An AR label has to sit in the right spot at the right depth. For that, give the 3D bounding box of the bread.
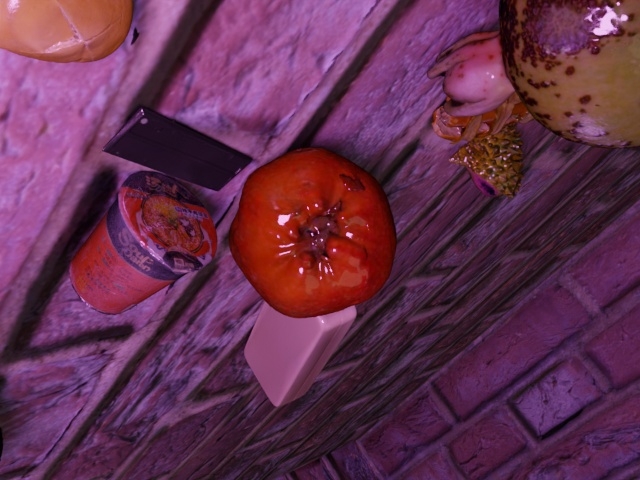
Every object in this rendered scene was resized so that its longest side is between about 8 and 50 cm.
[{"bbox_3d":[-0.187,-0.161,0.487,0.082,0.056,0.115,-45,156,25],"label":"bread"}]

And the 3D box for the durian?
[{"bbox_3d":[0.323,-0.131,1.192,0.119,0.108,0.186,-43,156,20],"label":"durian"}]

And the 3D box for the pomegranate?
[{"bbox_3d":[0.279,-0.237,0.786,0.340,0.285,0.285,-13,173,35],"label":"pomegranate"}]

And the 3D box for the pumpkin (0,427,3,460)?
[{"bbox_3d":[-0.481,0.274,0.820,0.190,0.146,0.191,-29,125,-52],"label":"pumpkin"}]

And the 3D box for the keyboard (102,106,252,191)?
[{"bbox_3d":[-0.146,-0.093,0.740,0.063,0.010,0.198,-40,157,15],"label":"keyboard"}]

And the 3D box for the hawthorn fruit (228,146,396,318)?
[{"bbox_3d":[0.000,0.000,0.899,0.211,0.211,0.299,-37,168,4],"label":"hawthorn fruit"}]

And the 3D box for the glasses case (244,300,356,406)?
[{"bbox_3d":[-0.046,0.170,1.232,0.076,0.144,0.336,-21,155,-32],"label":"glasses case"}]

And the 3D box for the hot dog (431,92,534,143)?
[{"bbox_3d":[0.270,-0.208,1.019,0.269,0.072,0.109,-18,155,-33],"label":"hot dog"}]

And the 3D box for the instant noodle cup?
[{"bbox_3d":[-0.202,0.012,0.747,0.135,0.127,0.127,-38,159,28],"label":"instant noodle cup"}]
